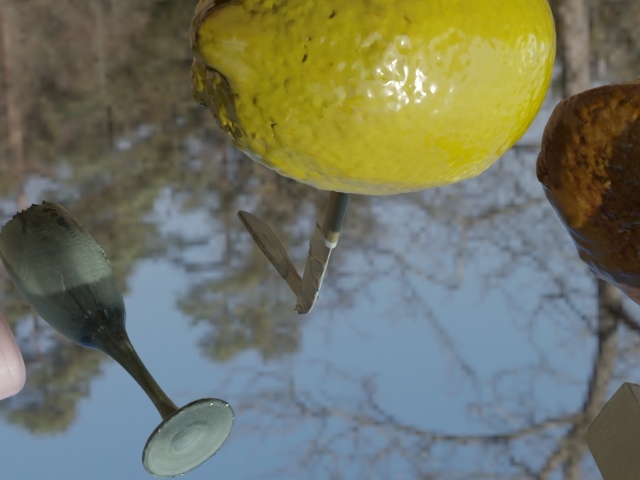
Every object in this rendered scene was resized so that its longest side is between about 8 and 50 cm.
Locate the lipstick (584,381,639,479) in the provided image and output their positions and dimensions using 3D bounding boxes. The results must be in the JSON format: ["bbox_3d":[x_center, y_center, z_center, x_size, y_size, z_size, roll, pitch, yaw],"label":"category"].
[{"bbox_3d":[0.325,0.271,1.451,0.076,0.080,0.371,18,-151,-25],"label":"lipstick"}]

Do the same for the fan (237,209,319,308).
[{"bbox_3d":[-0.051,0.026,2.320,0.057,0.023,0.282,31,-169,-31],"label":"fan"}]

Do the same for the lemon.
[{"bbox_3d":[0.037,-0.153,1.331,0.320,0.245,0.245,-1,-173,-35],"label":"lemon"}]

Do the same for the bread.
[{"bbox_3d":[0.333,-0.045,1.586,0.268,0.268,0.146,6,-148,41],"label":"bread"}]

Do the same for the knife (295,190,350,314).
[{"bbox_3d":[0.002,-0.001,1.857,0.017,0.298,0.047,-18,-121,-22],"label":"knife"}]

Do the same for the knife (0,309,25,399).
[{"bbox_3d":[-0.320,-0.006,1.431,0.043,0.081,0.336,-19,-121,-21],"label":"knife"}]

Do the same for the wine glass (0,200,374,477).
[{"bbox_3d":[-0.143,0.084,1.724,0.264,0.096,0.309,-3,-140,-43],"label":"wine glass"}]
